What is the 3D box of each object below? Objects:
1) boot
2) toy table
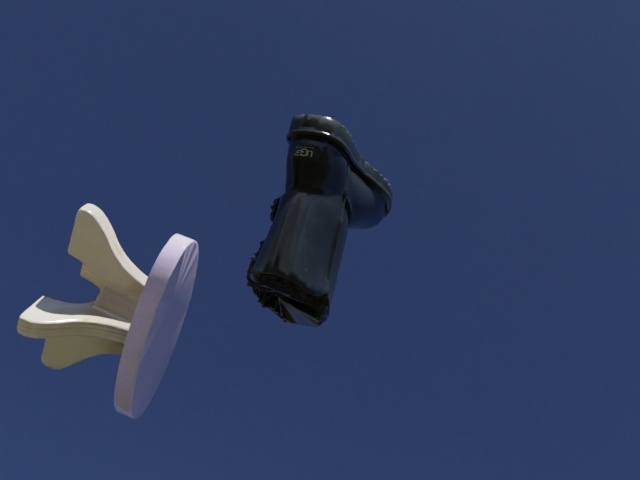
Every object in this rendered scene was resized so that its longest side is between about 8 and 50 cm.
[{"bbox_3d":[0.000,0.000,1.208,0.094,0.207,0.246,8,-18,21],"label":"boot"},{"bbox_3d":[-0.281,0.095,1.448,0.161,0.252,0.274,22,-76,6],"label":"toy table"}]
